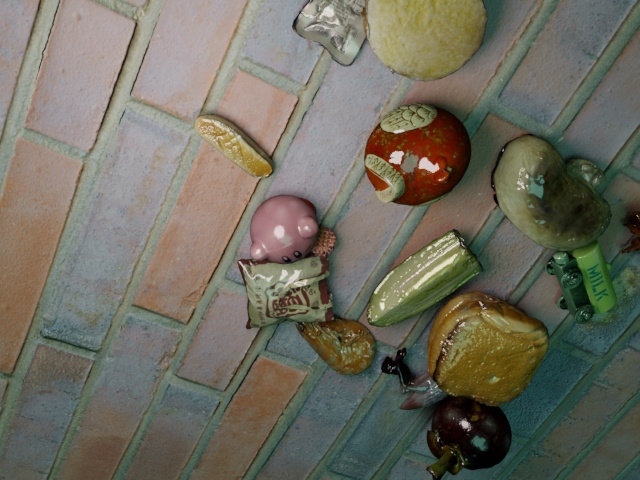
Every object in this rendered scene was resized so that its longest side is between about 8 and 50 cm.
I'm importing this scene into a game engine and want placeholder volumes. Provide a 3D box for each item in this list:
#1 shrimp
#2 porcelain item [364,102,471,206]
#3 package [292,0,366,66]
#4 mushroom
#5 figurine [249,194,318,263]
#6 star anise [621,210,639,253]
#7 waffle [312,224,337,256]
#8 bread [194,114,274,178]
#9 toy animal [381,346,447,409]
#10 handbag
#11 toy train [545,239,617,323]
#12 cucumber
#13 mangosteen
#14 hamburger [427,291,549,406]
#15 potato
[{"bbox_3d":[0.038,0.264,1.719,0.154,0.062,0.294,-46,116,6],"label":"shrimp"},{"bbox_3d":[0.222,-0.175,1.389,0.253,0.253,0.252,-2,119,-3],"label":"porcelain item"},{"bbox_3d":[0.054,-0.498,1.311,0.166,0.040,0.232,24,107,-20],"label":"package"},{"bbox_3d":[0.570,-0.101,1.512,0.247,0.130,0.344,-34,116,19],"label":"mushroom"},{"bbox_3d":[-0.085,-0.024,1.485,0.173,0.173,0.173,-2,119,-3],"label":"figurine"},{"bbox_3d":[0.892,-0.038,1.556,0.237,0.148,0.346,27,124,30],"label":"star anise"},{"bbox_3d":[0.000,0.000,1.557,0.075,0.083,0.029,-39,153,-18],"label":"waffle"},{"bbox_3d":[-0.193,-0.220,1.435,0.214,0.053,0.073,37,114,-24],"label":"bread"},{"bbox_3d":[0.337,0.398,1.792,0.324,0.090,0.195,1,110,-6],"label":"toy animal"},{"bbox_3d":[-0.087,0.130,1.593,0.235,0.127,0.212,-5,115,-1],"label":"handbag"},{"bbox_3d":[0.700,0.105,1.657,0.157,0.105,0.253,-33,118,-1],"label":"toy train"},{"bbox_3d":[0.256,0.106,1.623,0.325,0.105,0.145,-40,141,17],"label":"cucumber"},{"bbox_3d":[0.414,0.581,1.797,0.231,0.289,0.231,27,146,20],"label":"mangosteen"},{"bbox_3d":[0.436,0.292,1.675,0.305,0.174,0.284,24,100,-12],"label":"hamburger"},{"bbox_3d":[0.198,-0.467,1.289,0.299,0.116,0.239,30,113,-37],"label":"potato"}]
